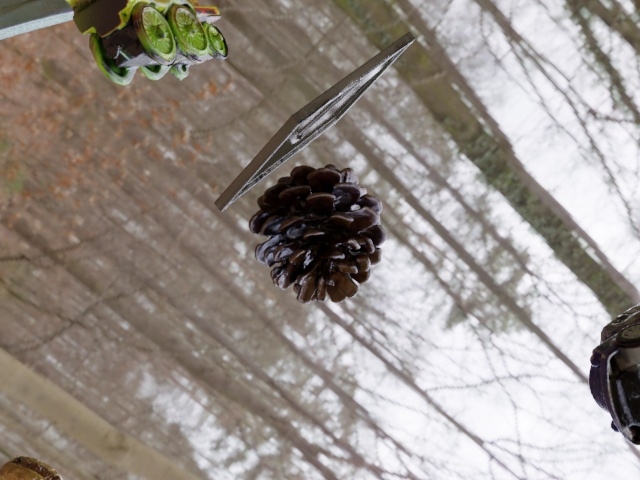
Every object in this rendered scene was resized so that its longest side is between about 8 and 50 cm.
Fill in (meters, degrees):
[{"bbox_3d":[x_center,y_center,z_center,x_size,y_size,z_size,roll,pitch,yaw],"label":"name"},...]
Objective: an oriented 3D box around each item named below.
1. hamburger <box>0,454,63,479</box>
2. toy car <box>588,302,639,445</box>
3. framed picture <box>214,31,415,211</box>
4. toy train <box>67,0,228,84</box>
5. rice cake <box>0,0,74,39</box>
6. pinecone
[{"bbox_3d":[-0.286,0.250,0.966,0.083,0.076,0.044,-56,-178,14],"label":"hamburger"},{"bbox_3d":[0.463,0.167,1.367,0.235,0.172,0.158,-24,-169,-18],"label":"toy car"},{"bbox_3d":[-0.004,-0.137,1.137,0.250,0.016,0.184,-43,180,-43],"label":"framed picture"},{"bbox_3d":[-0.228,-0.300,1.372,0.100,0.161,0.296,-24,-177,20],"label":"toy train"},{"bbox_3d":[-0.507,-0.367,1.607,0.221,0.080,0.042,-22,165,-24],"label":"rice cake"},{"bbox_3d":[0.000,0.000,1.425,0.208,0.207,0.208,-45,-164,17],"label":"pinecone"}]
